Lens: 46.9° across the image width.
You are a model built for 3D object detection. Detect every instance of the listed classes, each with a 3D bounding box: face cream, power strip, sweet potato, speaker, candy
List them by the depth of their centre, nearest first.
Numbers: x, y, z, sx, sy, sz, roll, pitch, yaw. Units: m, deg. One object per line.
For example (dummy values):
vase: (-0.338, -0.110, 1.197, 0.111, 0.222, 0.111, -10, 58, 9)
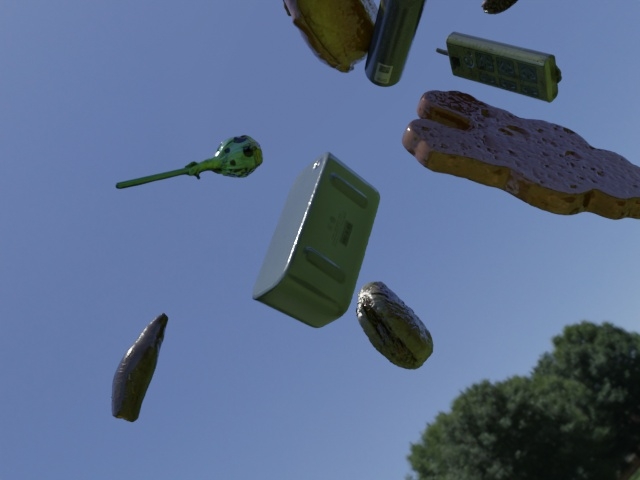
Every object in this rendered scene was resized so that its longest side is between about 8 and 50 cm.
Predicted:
face cream: (0.128, -0.364, 1.234, 0.073, 0.073, 0.283, -39, -13, -18)
power strip: (0.316, -0.324, 1.353, 0.034, 0.268, 0.092, -44, -43, -20)
candy: (-0.244, -0.138, 1.409, 0.305, 0.091, 0.083, -19, -78, -34)
sweet potato: (-0.360, 0.241, 1.451, 0.077, 0.077, 0.244, 90, -172, -54)
speaker: (0.000, 0.000, 1.778, 0.183, 0.184, 0.406, -33, 32, 49)

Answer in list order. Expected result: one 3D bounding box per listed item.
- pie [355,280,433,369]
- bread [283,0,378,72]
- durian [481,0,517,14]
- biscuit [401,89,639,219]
pie: (0.150, 0.163, 1.463, 0.079, 0.193, 0.163, -44, -4, 24)
bread: (0.023, -0.435, 1.376, 0.145, 0.269, 0.268, -25, -20, 18)
durian: (0.297, -0.422, 1.168, 0.071, 0.140, 0.111, 7, -97, -54)
biscuit: (0.274, -0.106, 0.971, 0.202, 0.333, 0.047, -66, -7, -52)
